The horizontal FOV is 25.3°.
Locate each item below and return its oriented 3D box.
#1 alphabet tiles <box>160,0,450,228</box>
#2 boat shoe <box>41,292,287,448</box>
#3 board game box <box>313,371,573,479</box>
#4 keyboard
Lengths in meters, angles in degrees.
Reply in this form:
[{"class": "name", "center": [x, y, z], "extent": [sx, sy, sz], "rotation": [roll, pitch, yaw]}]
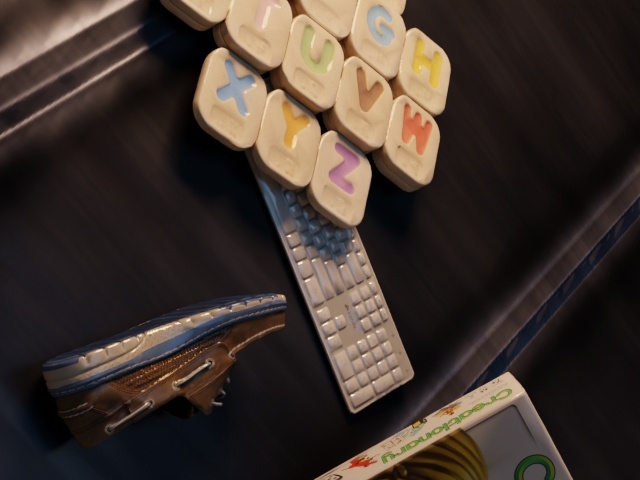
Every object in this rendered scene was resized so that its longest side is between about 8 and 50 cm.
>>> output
[{"class": "alphabet tiles", "center": [-0.003, -0.161, 1.096], "extent": [0.284, 0.021, 0.278], "rotation": [35, 52, -32]}, {"class": "boat shoe", "center": [-0.094, 0.083, 0.931], "extent": [0.183, 0.066, 0.066], "rotation": [-19, 96, -35]}, {"class": "board game box", "center": [0.123, 0.271, 1.009], "extent": [0.193, 0.053, 0.305], "rotation": [-30, 102, 0]}, {"class": "keyboard", "center": [0.000, 0.000, 1.073], "extent": [0.072, 0.014, 0.256], "rotation": [-27, 97, -44]}]
